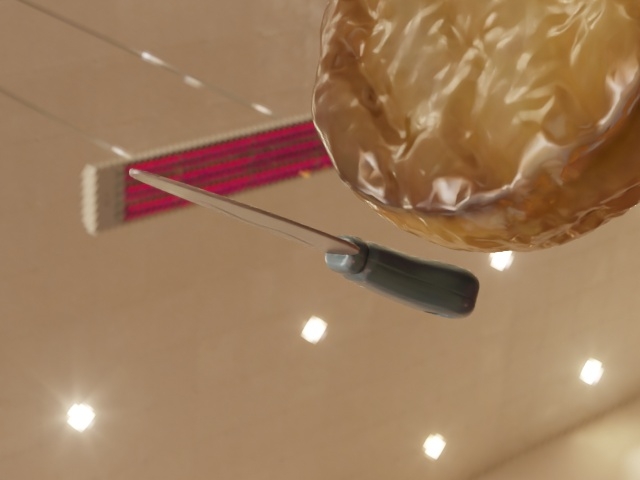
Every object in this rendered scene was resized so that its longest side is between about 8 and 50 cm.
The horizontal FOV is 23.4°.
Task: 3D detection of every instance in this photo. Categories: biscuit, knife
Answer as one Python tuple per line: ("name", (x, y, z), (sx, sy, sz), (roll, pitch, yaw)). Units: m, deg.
("biscuit", (0.094, -0.098, 0.761), (0.091, 0.274, 0.213), (26, -76, -38))
("knife", (0.002, 0.000, 0.864), (0.244, 0.058, 0.032), (22, -96, -40))
